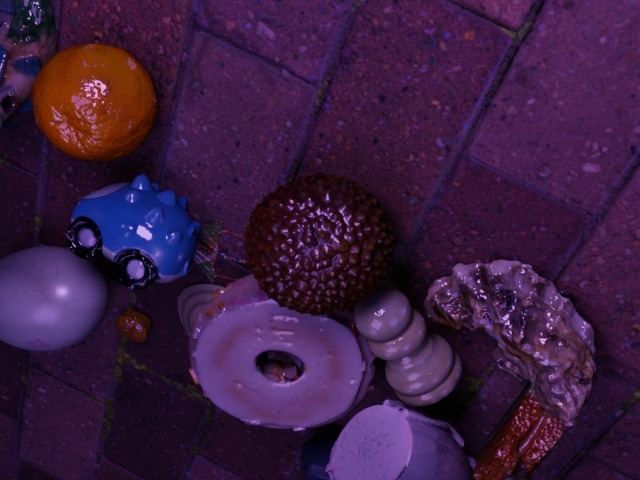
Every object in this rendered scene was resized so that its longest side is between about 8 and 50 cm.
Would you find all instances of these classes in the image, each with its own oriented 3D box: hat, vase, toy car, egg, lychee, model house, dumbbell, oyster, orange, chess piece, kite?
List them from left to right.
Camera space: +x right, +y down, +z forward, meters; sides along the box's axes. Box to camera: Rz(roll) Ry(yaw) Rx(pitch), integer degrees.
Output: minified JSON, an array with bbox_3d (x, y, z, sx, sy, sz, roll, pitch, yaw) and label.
[{"bbox_3d":[-0.663,-0.320,1.755,0.312,0.280,0.245,21,135,8],"label":"model house"},{"bbox_3d":[-0.618,0.128,2.173,0.371,0.230,0.230,-7,125,39],"label":"egg"},{"bbox_3d":[-0.395,-0.244,1.746,0.219,0.193,0.219,21,151,13],"label":"orange"},{"bbox_3d":[-0.352,-0.030,1.926,0.255,0.188,0.190,30,107,11],"label":"toy car"},{"bbox_3d":[-0.224,0.216,2.125,0.252,0.110,0.252,15,135,15],"label":"hat"},{"bbox_3d":[-0.192,0.035,2.019,0.244,0.006,0.198,20,135,11],"label":"kite"},{"bbox_3d":[0.000,0.000,1.701,0.267,0.267,0.267,15,134,16],"label":"lychee"},{"bbox_3d":[0.042,0.581,2.287,0.144,0.160,0.325,-7,130,-2],"label":"dumbbell"},{"bbox_3d":[0.151,0.181,1.841,0.144,0.144,0.251,-7,135,33],"label":"chess piece"},{"bbox_3d":[0.221,0.491,1.983,0.250,0.250,0.445,-13,144,36],"label":"vase"},{"bbox_3d":[0.353,0.177,1.764,0.351,0.115,0.238,54,139,10],"label":"oyster"}]

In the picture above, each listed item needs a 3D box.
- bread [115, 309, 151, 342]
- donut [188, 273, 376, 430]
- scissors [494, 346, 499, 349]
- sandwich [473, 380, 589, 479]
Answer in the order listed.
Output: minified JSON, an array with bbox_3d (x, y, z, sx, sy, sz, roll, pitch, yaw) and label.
[{"bbox_3d":[-0.426,0.196,2.261,0.081,0.046,0.083,-20,118,42],"label":"bread"},{"bbox_3d":[-0.073,0.211,1.966,0.382,0.142,0.383,3,124,4],"label":"donut"},{"bbox_3d":[0.384,0.218,1.871,0.113,0.012,0.039,8,132,22],"label":"scissors"},{"bbox_3d":[0.384,0.387,1.902,0.109,0.212,0.292,37,151,14],"label":"sandwich"}]
